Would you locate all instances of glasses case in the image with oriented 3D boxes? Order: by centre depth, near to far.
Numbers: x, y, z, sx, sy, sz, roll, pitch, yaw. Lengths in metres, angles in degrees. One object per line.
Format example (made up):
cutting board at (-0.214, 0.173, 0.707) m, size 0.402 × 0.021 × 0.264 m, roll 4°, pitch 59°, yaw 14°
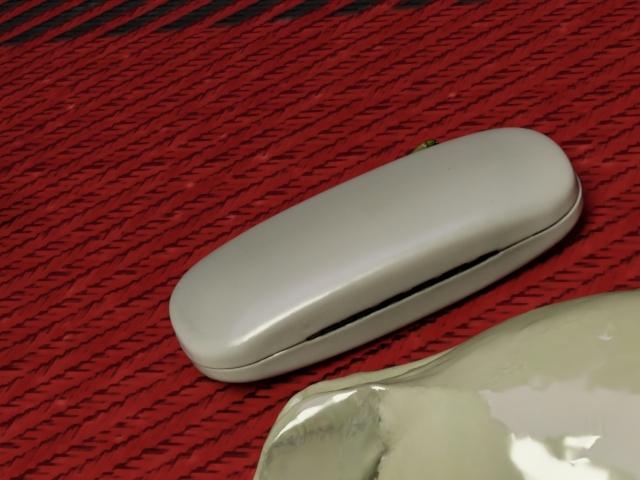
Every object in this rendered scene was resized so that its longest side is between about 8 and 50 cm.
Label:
glasses case at (0.025, 0.005, 0.852) m, size 0.197 × 0.049 × 0.076 m, roll -25°, pitch 36°, yaw -5°

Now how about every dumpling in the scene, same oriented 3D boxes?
dumpling at (0.103, 0.097, 0.609) m, size 0.250 × 0.162 × 0.132 m, roll -6°, pitch -1°, yaw 6°

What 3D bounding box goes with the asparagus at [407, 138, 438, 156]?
asparagus at (0.000, 0.000, 0.910) m, size 0.166 × 0.013 × 0.016 m, roll -40°, pitch 78°, yaw -23°
